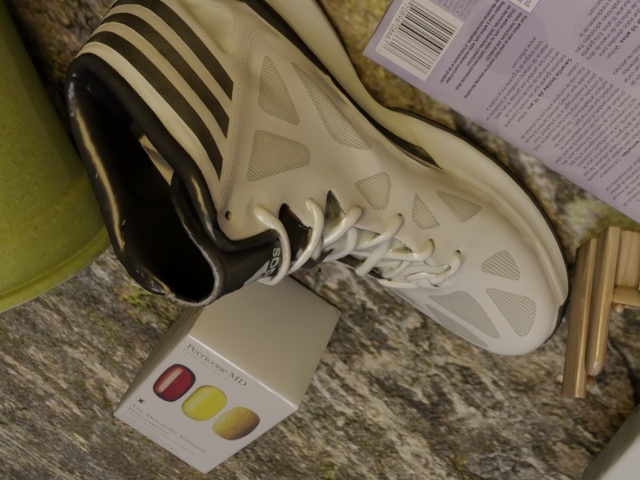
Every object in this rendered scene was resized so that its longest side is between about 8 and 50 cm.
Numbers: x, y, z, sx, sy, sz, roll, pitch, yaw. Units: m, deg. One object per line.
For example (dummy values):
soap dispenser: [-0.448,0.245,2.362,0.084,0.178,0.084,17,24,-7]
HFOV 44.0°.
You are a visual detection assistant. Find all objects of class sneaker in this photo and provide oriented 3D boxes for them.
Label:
sneaker: [-0.001,0.000,0.592,0.447,0.258,0.169,41,137,-15]

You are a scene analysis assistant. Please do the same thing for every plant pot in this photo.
plant pot: [-0.346,-0.099,0.702,0.276,0.276,0.254,4,122,25]

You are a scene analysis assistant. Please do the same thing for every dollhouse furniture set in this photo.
dollhouse furniture set: [0.271,0.065,0.577,0.151,0.123,0.144,8,171,8]

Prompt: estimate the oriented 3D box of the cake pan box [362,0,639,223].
cake pan box: [0.184,-0.152,0.486,0.245,0.070,0.267,31,138,0]

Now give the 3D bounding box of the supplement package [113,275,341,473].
supplement package: [-0.109,0.139,0.882,0.139,0.134,0.244,35,138,-9]

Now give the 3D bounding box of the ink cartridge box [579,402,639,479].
ink cartridge box: [0.385,0.261,0.650,0.324,0.071,0.330,26,151,16]
